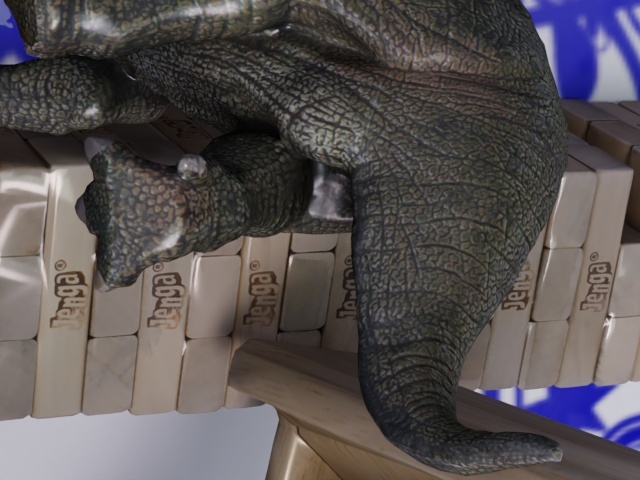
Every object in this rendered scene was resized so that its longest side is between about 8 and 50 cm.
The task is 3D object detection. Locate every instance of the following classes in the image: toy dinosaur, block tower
[{"bbox_3d":[-0.008,-0.053,0.445,0.160,0.313,0.121,-10,113,-28],"label":"toy dinosaur"},{"bbox_3d":[0.000,0.000,0.614,0.335,0.091,0.097,-3,113,-26],"label":"block tower"}]

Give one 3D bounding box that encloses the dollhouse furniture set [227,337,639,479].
[{"bbox_3d":[-0.104,0.149,0.395,0.394,0.362,0.257,11,92,-38],"label":"dollhouse furniture set"}]
